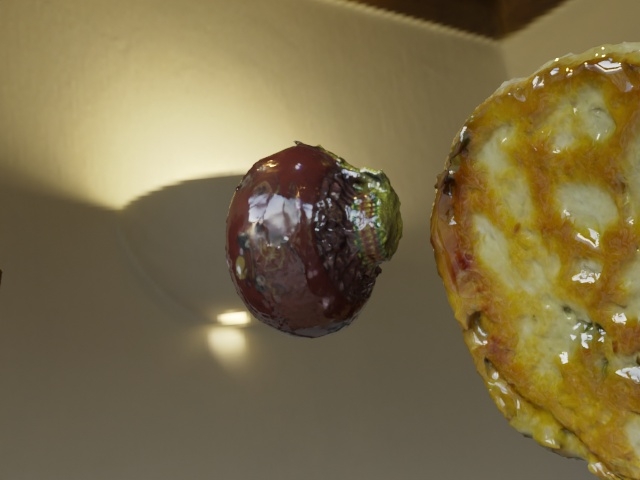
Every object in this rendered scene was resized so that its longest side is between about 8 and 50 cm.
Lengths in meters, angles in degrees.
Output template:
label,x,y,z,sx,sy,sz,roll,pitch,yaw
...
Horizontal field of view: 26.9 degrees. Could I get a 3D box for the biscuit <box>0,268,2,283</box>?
label,x,y,z,sx,sy,sz,roll,pitch,yaw
biscuit,-0.378,0.035,1.196,0.041,0.208,0.290,25,4,18

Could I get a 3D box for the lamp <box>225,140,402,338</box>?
label,x,y,z,sx,sy,sz,roll,pitch,yaw
lamp,-0.002,0.000,1.066,0.135,0.157,0.156,-2,10,21

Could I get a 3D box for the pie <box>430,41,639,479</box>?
label,x,y,z,sx,sy,sz,roll,pitch,yaw
pie,0.213,0.018,0.878,0.092,0.315,0.315,-18,-13,-45
